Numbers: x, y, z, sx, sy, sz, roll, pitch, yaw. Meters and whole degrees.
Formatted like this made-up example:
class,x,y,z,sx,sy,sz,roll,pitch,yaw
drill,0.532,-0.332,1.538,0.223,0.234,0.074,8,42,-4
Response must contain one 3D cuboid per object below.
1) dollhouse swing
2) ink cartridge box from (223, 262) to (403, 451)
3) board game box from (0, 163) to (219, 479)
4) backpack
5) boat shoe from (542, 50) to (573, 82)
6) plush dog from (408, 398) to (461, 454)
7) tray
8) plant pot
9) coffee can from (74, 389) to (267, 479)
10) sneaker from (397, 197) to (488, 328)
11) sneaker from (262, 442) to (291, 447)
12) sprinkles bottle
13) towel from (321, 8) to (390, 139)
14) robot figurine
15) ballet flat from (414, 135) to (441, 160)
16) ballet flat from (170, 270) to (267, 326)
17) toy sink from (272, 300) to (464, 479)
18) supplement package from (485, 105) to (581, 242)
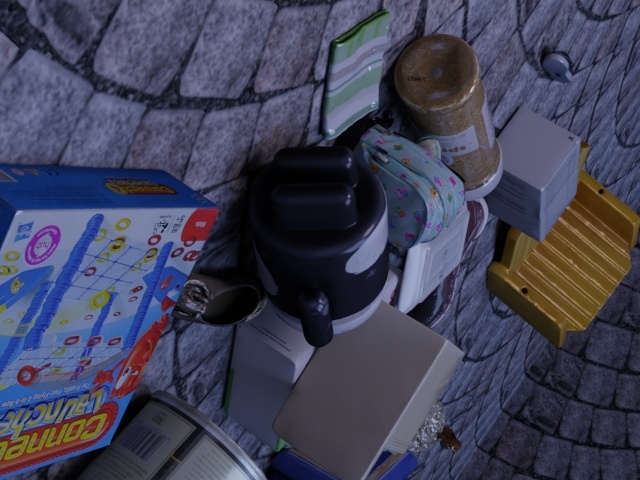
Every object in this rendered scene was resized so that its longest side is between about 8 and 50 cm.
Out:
class,x,y,z,sx,sy,sz,roll,pitch,yaw
dollhouse swing,0.586,0.002,2.456,0.347,0.315,0.305,-49,177,-18
ink cartridge box,-0.008,0.153,1.619,0.273,0.115,0.198,-36,149,-42
board game box,-0.266,0.080,1.026,0.308,0.086,0.302,-5,124,-63
backpack,0.101,-0.069,1.463,0.115,0.182,0.152,-38,152,-39
boat shoe,0.447,-0.333,2.018,0.142,0.049,0.040,23,80,-69
plush dog,0.138,0.384,2.177,0.225,0.210,0.262,-23,147,-16
tray,0.188,0.020,1.720,0.270,0.030,0.145,-34,137,-61
plant pot,0.031,0.463,1.978,0.236,0.236,0.212,-29,138,-50
coffee can,-0.222,0.353,1.327,0.275,0.201,0.201,-47,156,-23
sneaker,0.188,0.023,1.902,0.162,0.106,0.281,28,86,-61
sneaker,-0.027,0.291,1.812,0.118,0.110,0.292,-34,166,9
sprinkles bottle,0.197,-0.173,1.605,0.121,0.121,0.355,-54,157,-7
towel,0.047,-0.209,1.374,0.113,0.023,0.152,-41,153,-36
robot figurine,-0.002,0.002,1.356,0.209,0.173,0.278,-44,152,-24
ballet flat,0.118,-0.093,1.552,0.057,0.052,0.168,-6,162,-29
ballet flat,-0.124,0.078,1.356,0.084,0.058,0.250,-58,158,4
toy sink,0.069,0.210,1.501,0.234,0.153,0.131,-59,156,-4
supplement package,0.409,-0.125,2.089,0.139,0.134,0.244,-52,158,-13
